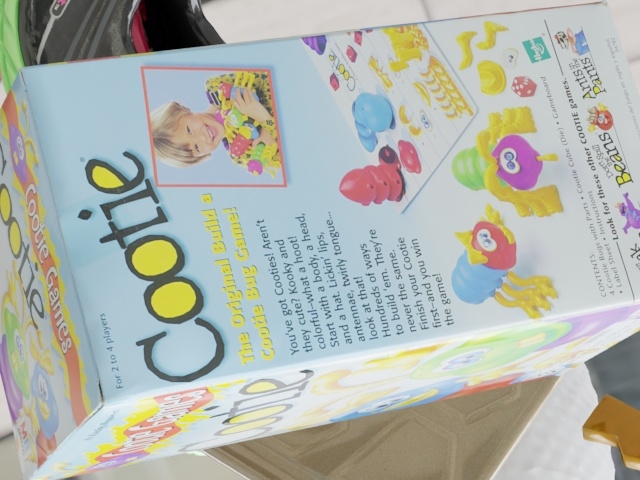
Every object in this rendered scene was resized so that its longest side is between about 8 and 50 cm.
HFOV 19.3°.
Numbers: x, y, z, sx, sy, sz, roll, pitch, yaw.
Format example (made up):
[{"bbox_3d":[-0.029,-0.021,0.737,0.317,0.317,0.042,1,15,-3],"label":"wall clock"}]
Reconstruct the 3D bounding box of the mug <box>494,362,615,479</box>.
[{"bbox_3d":[0.182,0.241,1.827,0.276,0.374,0.328,-47,-149,23],"label":"mug"}]

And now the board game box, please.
[{"bbox_3d":[0.000,0.000,0.830,0.275,0.144,0.142,-9,164,-25],"label":"board game box"}]

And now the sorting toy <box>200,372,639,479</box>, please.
[{"bbox_3d":[0.087,0.133,1.360,0.307,0.041,0.229,28,-113,27],"label":"sorting toy"}]

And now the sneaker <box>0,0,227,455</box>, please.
[{"bbox_3d":[-0.125,-0.038,1.553,0.202,0.482,0.185,-4,-160,29],"label":"sneaker"}]
